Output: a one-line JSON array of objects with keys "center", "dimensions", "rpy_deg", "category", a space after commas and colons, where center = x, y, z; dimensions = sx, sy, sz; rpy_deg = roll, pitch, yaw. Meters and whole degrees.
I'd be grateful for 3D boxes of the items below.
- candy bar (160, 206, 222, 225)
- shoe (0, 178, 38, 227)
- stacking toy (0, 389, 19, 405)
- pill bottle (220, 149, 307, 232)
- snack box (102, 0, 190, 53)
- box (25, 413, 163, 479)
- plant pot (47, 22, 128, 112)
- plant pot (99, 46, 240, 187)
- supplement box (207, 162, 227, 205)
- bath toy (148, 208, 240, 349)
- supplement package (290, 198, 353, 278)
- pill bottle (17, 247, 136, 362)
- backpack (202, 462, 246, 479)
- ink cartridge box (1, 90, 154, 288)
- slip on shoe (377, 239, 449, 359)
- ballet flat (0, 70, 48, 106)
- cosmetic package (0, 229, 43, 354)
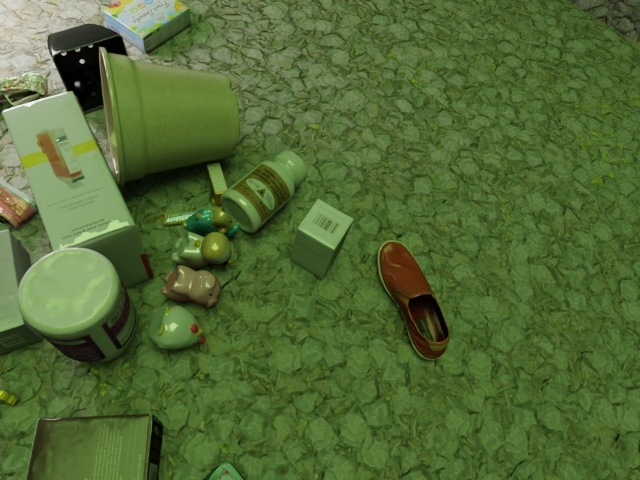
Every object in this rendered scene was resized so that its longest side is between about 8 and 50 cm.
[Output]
[{"center": [-0.341, -0.063, 1.269], "dimensions": [0.161, 0.018, 0.040], "rpy_deg": [-7, 64, -15], "category": "candy bar"}, {"center": [-0.794, -0.101, 1.175], "dimensions": [0.177, 0.063, 0.081], "rpy_deg": [30, 56, 1], "category": "shoe"}, {"center": [-0.758, 0.346, 0.958], "dimensions": [0.221, 0.052, 0.167], "rpy_deg": [23, 59, 4], "category": "stacking toy"}, {"center": [-0.144, -0.138, 1.282], "dimensions": [0.131, 0.131, 0.229], "rpy_deg": [39, 62, 10], "category": "pill bottle"}, {"center": [-0.555, -0.719, 1.545], "dimensions": [0.174, 0.070, 0.207], "rpy_deg": [36, 63, 9], "category": "snack box"}, {"center": [-0.418, 0.429, 0.908], "dimensions": [0.203, 0.168, 0.167], "rpy_deg": [2, 63, -11], "category": "box"}, {"center": [-0.659, -0.507, 1.358], "dimensions": [0.188, 0.188, 0.167], "rpy_deg": [-29, 60, -23], "category": "plant pot"}, {"center": [-0.385, -0.319, 1.241], "dimensions": [0.305, 0.334, 0.334], "rpy_deg": [-9, 64, -25], "category": "plant pot"}, {"center": [-0.279, -0.153, 1.303], "dimensions": [0.036, 0.062, 0.099], "rpy_deg": [-14, 67, -17], "category": "supplement box"}, {"center": [-0.290, 0.096, 1.140], "dimensions": [0.129, 0.151, 0.349], "rpy_deg": [32, 55, -34], "category": "bath toy"}, {"center": [0.000, 0.000, 1.209], "dimensions": [0.105, 0.179, 0.105], "rpy_deg": [30, 61, 5], "category": "supplement package"}, {"center": [-0.470, 0.149, 0.969], "dimensions": [0.169, 0.302, 0.169], "rpy_deg": [5, 62, -9], "category": "pill bottle"}, {"center": [-0.198, 0.545, 0.907], "dimensions": [0.166, 0.144, 0.188], "rpy_deg": [45, 66, 7], "category": "backpack"}, {"center": [-0.545, -0.094, 1.099], "dimensions": [0.160, 0.279, 0.385], "rpy_deg": [-23, 69, -20], "category": "ink cartridge box"}, {"center": [0.242, 0.138, 1.229], "dimensions": [0.122, 0.101, 0.332], "rpy_deg": [-12, 64, -15], "category": "slip on shoe"}, {"center": [-0.872, -0.402, 1.313], "dimensions": [0.240, 0.091, 0.077], "rpy_deg": [-20, 90, -16], "category": "ballet flat"}, {"center": [-0.694, 0.111, 1.048], "dimensions": [0.107, 0.127, 0.238], "rpy_deg": [-19, 66, -19], "category": "cosmetic package"}]
